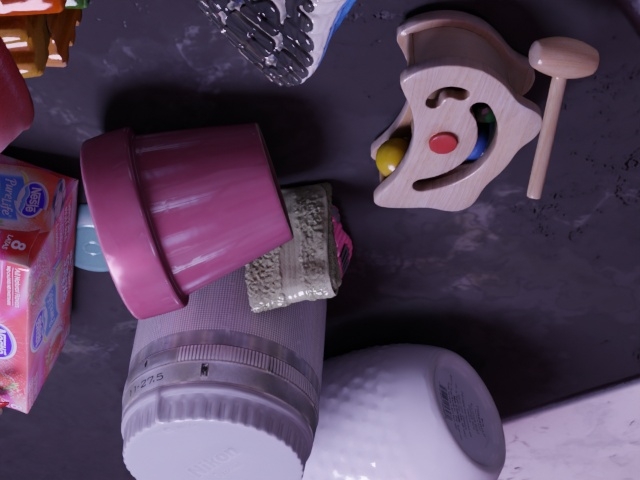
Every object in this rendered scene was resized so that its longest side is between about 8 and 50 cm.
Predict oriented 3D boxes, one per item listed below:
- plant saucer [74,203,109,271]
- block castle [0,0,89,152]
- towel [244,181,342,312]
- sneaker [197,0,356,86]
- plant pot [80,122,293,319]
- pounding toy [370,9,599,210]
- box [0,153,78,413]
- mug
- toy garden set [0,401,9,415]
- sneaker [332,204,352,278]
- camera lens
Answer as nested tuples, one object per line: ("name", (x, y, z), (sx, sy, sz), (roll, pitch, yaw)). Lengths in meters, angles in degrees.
("plant saucer", (-0.269, 0.003, 1.440), (0.119, 0.021, 0.119), (3, 141, 2))
("block castle", (-0.306, -0.229, 0.834), (0.303, 0.453, 0.212), (-1, 133, 5))
("towel", (-0.034, 0.005, 1.321), (0.110, 0.148, 0.027), (-13, 148, 14))
("sneaker", (0.004, -0.243, 1.026), (0.130, 0.147, 0.330), (45, 153, -7))
("plant pot", (-0.132, -0.037, 1.261), (0.180, 0.201, 0.201), (-17, 138, 2))
("pounding toy", (0.129, -0.109, 1.160), (0.154, 0.154, 0.269), (16, 139, -20))
("box", (-0.376, 0.050, 1.394), (0.154, 0.142, 0.300), (18, 140, 0))
("mug", (0.054, 0.312, 1.512), (0.328, 0.374, 0.276), (-30, 125, 27))
("toy garden set", (-0.456, 0.164, 1.407), (0.244, 0.049, 0.204), (-24, 120, 40))
("sneaker", (0.000, 0.000, 1.401), (0.057, 0.047, 0.119), (7, 140, 23))
("camera lens", (-0.107, 0.139, 1.390), (0.219, 0.274, 0.219), (3, 141, 2))
